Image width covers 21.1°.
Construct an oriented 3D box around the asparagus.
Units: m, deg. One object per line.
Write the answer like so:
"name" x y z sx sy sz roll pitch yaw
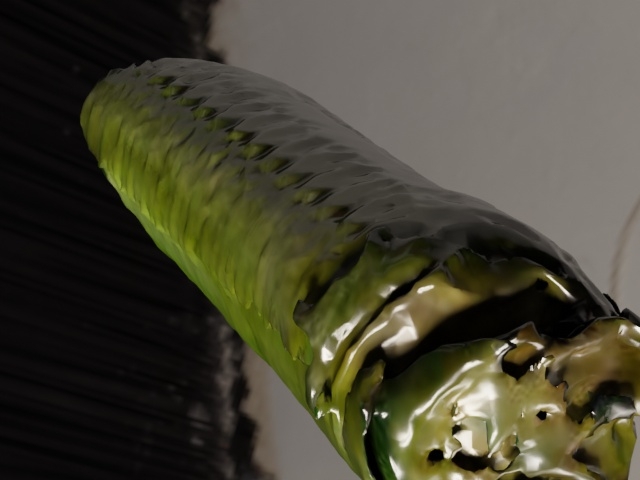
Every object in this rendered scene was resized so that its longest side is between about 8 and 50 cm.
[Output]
"asparagus" 0.000 0.000 0.747 0.382 0.128 0.108 -140 50 -59
